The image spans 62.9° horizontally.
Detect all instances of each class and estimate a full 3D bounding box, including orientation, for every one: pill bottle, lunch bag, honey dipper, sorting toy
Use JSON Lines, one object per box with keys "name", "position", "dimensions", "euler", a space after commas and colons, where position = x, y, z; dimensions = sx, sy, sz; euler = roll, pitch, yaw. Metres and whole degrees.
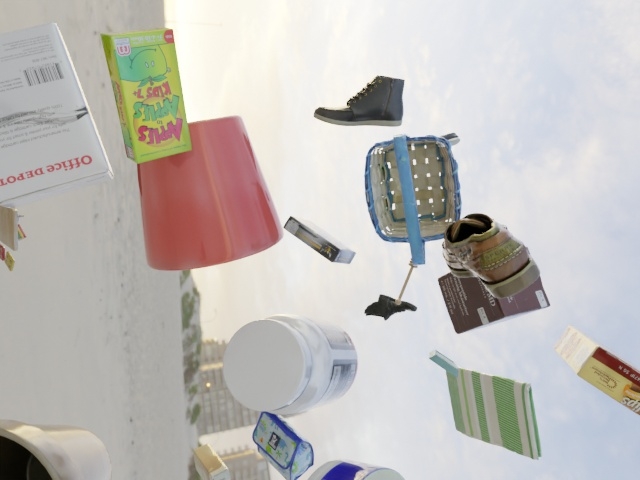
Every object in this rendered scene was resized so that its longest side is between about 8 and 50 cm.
{"name": "pill bottle", "position": [-0.055, 0.269, 1.153], "dimensions": [0.363, 0.210, 0.210], "euler": [36, 41, -68]}
{"name": "lunch bag", "position": [-0.087, 0.473, 1.223], "dimensions": [0.129, 0.096, 0.151], "euler": [30, -44, 32]}
{"name": "honey dipper", "position": [0.256, 0.115, 1.534], "dimensions": [0.161, 0.030, 0.030], "euler": [-67, -163, -13]}
{"name": "sorting toy", "position": [-0.976, -0.044, 1.654], "dimensions": [0.132, 0.046, 0.275], "euler": [22, -69, 33]}

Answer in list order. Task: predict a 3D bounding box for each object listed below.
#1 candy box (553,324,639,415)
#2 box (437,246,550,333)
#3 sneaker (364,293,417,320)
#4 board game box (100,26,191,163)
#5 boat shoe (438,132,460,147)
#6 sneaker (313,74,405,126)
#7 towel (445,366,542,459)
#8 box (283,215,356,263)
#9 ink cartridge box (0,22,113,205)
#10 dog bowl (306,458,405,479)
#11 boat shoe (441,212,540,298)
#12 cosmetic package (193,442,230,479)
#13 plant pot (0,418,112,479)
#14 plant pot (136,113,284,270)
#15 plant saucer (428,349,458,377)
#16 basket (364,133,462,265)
{"name": "candy box", "position": [0.688, 0.308, 1.258], "dimensions": [0.088, 0.183, 0.316], "euler": [-58, 167, 8]}
{"name": "box", "position": [0.456, 0.135, 1.398], "dimensions": [0.203, 0.167, 0.169], "euler": [-45, -123, 59]}
{"name": "sneaker", "position": [0.243, 0.243, 1.815], "dimensions": [0.089, 0.170, 0.051], "euler": [-67, 156, -13]}
{"name": "board game box", "position": [-0.255, -0.216, 0.779], "dimensions": [0.043, 0.092, 0.181], "euler": [28, -50, 43]}
{"name": "boat shoe", "position": [0.404, -0.332, 1.743], "dimensions": [0.046, 0.125, 0.038], "euler": [95, -25, -61]}
{"name": "sneaker", "position": [0.093, -0.342, 1.267], "dimensions": [0.083, 0.222, 0.118], "euler": [-112, -157, -65]}
{"name": "towel", "position": [0.546, 0.541, 1.678], "dimensions": [0.325, 0.038, 0.248], "euler": [-5, -83, 58]}
{"name": "box", "position": [0.000, 0.000, 1.892], "dimensions": [0.231, 0.183, 0.056], "euler": [35, -82, 21]}
{"name": "ink cartridge box", "position": [-0.745, -0.311, 1.350], "dimensions": [0.166, 0.285, 0.395], "euler": [177, -106, -74]}
{"name": "dog bowl", "position": [0.061, 0.519, 0.889], "dimensions": [0.104, 0.265, 0.265], "euler": [-10, -96, 39]}
{"name": "boat shoe", "position": [0.264, 0.001, 0.875], "dimensions": [0.104, 0.110, 0.307], "euler": [55, 0, -7]}
{"name": "cosmetic package", "position": [-0.245, 0.516, 1.179], "dimensions": [0.115, 0.041, 0.060], "euler": [17, -63, 54]}
{"name": "plant pot", "position": [-0.537, 0.468, 0.960], "dimensions": [0.280, 0.323, 0.323], "euler": [41, 42, -84]}
{"name": "plant pot", "position": [-0.218, -0.100, 0.982], "dimensions": [0.275, 0.275, 0.243], "euler": [-154, -127, -66]}
{"name": "plant saucer", "position": [0.269, 0.264, 1.141], "dimensions": [0.018, 0.067, 0.192], "euler": [-57, 165, 0]}
{"name": "basket", "position": [0.194, -0.099, 1.108], "dimensions": [0.289, 0.201, 0.255], "euler": [-54, 136, -76]}
